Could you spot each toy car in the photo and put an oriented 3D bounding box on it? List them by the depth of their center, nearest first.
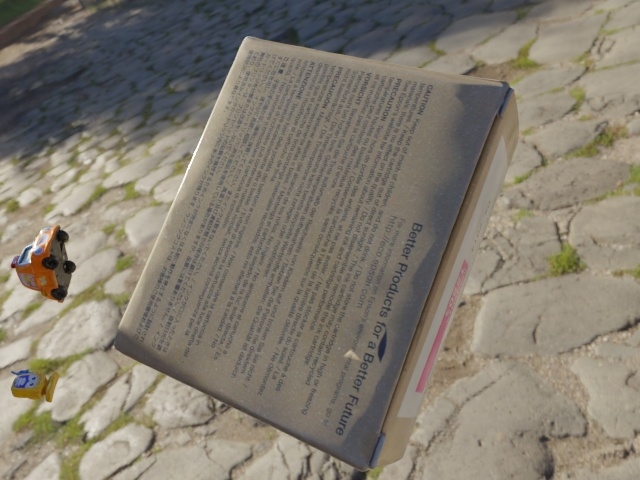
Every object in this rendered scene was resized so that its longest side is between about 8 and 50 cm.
[{"bbox_3d":[-0.209,0.050,0.459,0.040,0.060,0.122,1,58,-5],"label":"toy car"}]

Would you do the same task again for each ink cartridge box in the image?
[{"bbox_3d":[0.000,0.000,0.423,0.193,0.088,0.235,19,82,24],"label":"ink cartridge box"}]
